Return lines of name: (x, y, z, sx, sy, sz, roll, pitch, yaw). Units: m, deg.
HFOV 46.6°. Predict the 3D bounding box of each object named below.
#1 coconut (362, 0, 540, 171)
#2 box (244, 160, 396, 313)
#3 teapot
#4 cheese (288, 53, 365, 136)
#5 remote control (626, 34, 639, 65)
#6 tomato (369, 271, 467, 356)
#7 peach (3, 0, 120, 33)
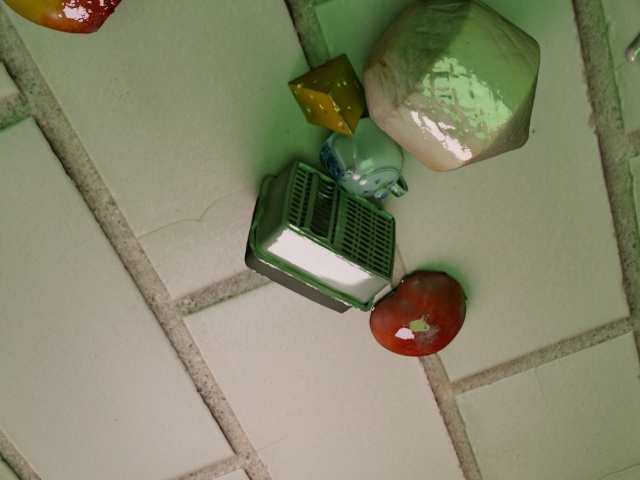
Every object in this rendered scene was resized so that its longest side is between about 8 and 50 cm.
coconut: (0.238, -0.259, 1.289, 0.329, 0.328, 0.328, -3, 119, -5)
box: (0.000, 0.000, 1.440, 0.291, 0.220, 0.166, 29, 134, -21)
teapot: (0.092, -0.138, 1.393, 0.159, 0.159, 0.232, -47, 149, 18)
cheese: (0.022, -0.249, 1.330, 0.126, 0.171, 0.093, -26, 119, 7)
remote control: (0.650, -0.351, 1.427, 0.122, 0.032, 0.074, 27, 112, -21)
tomato: (0.227, 0.188, 1.634, 0.199, 0.112, 0.228, 33, 113, -24)
peach: (-0.402, -0.434, 1.148, 0.231, 0.231, 0.231, -3, 119, -5)
